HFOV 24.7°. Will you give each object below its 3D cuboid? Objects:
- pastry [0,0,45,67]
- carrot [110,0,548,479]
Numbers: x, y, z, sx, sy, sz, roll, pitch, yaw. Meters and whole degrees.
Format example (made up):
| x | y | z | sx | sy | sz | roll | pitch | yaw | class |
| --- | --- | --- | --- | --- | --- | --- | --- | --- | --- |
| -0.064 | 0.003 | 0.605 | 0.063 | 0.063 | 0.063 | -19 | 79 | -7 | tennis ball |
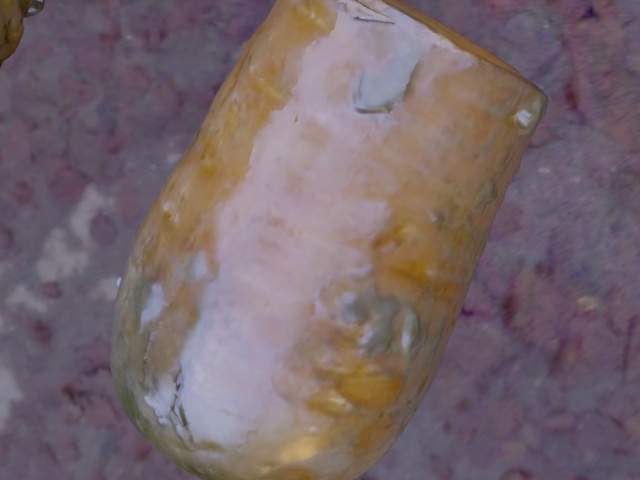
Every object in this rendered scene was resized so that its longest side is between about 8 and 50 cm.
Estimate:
| x | y | z | sx | sy | sz | roll | pitch | yaw | class |
| --- | --- | --- | --- | --- | --- | --- | --- | --- | --- |
| -0.211 | -0.093 | 0.497 | 0.219 | 0.100 | 0.229 | 16 | 67 | 4 | pastry |
| 0.000 | 0.000 | 0.979 | 0.224 | 0.224 | 0.340 | 32 | 103 | 17 | carrot |
